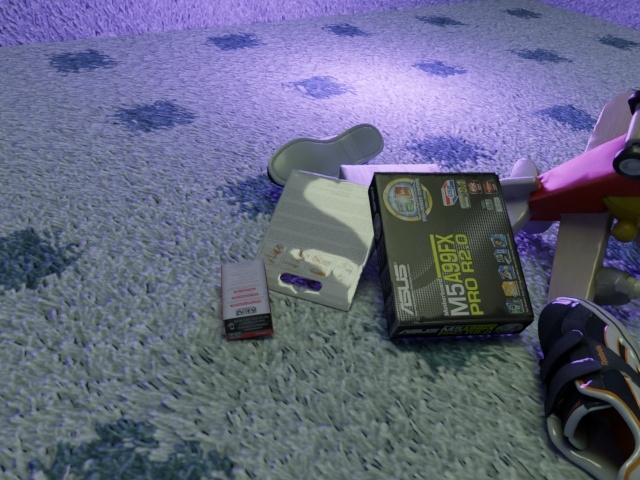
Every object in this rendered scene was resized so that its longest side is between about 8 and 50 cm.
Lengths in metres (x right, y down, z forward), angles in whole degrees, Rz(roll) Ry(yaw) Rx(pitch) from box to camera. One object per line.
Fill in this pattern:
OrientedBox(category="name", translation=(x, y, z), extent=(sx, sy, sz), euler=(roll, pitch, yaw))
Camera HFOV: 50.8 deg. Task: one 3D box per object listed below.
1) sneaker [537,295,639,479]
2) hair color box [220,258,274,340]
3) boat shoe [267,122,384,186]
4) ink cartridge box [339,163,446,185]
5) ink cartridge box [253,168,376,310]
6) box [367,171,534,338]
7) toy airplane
OrientedBox(category="sneaker", translation=(0.346, 0.186, 0.866), extent=(0.127, 0.126, 0.321), euler=(1, 33, -17))
OrientedBox(category="hair color box", translation=(-0.113, 0.087, 1.028), extent=(0.071, 0.043, 0.141), euler=(-8, 32, -4))
OrientedBox(category="boat shoe", translation=(0.004, -0.165, 1.426), extent=(0.302, 0.091, 0.115), euler=(-18, 82, -34))
OrientedBox(category="ink cartridge box", translation=(0.148, -0.079, 1.303), extent=(0.208, 0.087, 0.153), euler=(-2, 32, -9))
OrientedBox(category="ink cartridge box", translation=(0.000, 0.000, 1.149), extent=(0.188, 0.066, 0.233), euler=(14, 70, 16))
OrientedBox(category="box", translation=(0.199, 0.017, 1.067), extent=(0.216, 0.060, 0.270), euler=(0, 61, -10))
OrientedBox(category="toy airplane", translation=(0.492, -0.065, 1.162), extent=(0.272, 0.386, 0.384), euler=(33, 17, -16))
